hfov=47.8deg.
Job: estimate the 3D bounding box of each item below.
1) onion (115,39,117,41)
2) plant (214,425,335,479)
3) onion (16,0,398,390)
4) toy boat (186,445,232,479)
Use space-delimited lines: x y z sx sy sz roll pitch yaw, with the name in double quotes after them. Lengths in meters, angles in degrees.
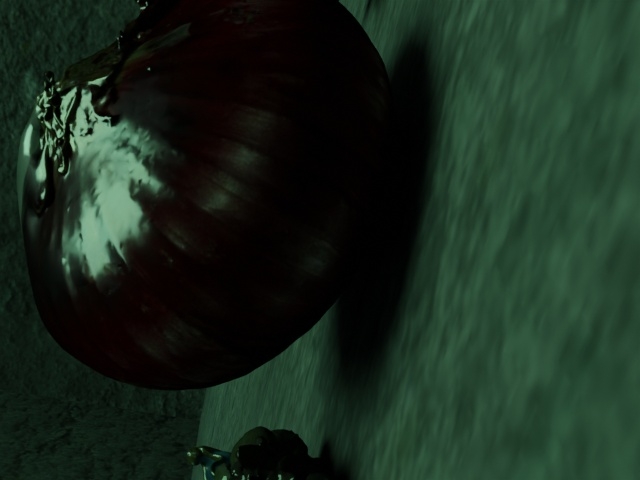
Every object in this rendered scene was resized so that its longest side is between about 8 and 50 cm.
-0.170 -0.127 1.074 0.353 0.354 0.353 -169 90 -82 "onion"
-0.027 0.150 0.418 0.085 0.087 0.174 -44 3 -4 "plant"
-0.050 -0.023 0.477 0.273 0.285 0.273 -27 44 30 "onion"
-0.131 0.314 0.874 0.185 0.077 0.075 -98 20 -66 "toy boat"
